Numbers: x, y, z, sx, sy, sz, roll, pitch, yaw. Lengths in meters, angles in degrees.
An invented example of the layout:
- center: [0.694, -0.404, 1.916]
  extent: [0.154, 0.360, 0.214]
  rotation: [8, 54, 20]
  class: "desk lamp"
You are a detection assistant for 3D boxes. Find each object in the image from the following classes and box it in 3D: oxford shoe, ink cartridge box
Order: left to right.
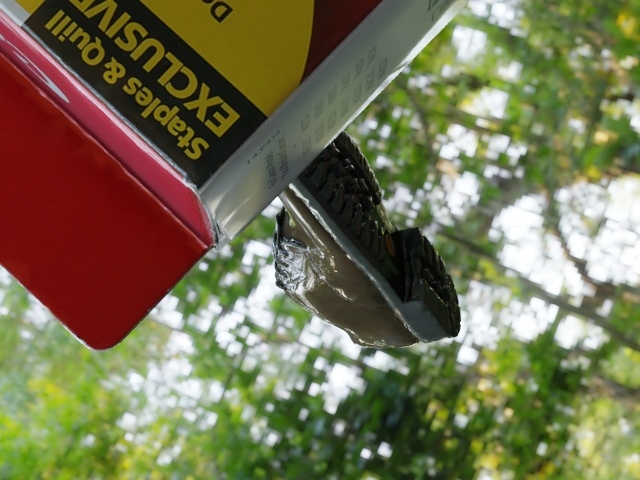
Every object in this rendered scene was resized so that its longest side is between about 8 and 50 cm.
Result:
- center: [-0.111, -0.153, 0.656]
  extent: [0.272, 0.309, 0.130]
  rotation: [-47, -8, -8]
  class: "ink cartridge box"
- center: [0.000, 0.000, 0.978]
  extent: [0.227, 0.096, 0.082]
  rotation: [55, -152, -37]
  class: "oxford shoe"
